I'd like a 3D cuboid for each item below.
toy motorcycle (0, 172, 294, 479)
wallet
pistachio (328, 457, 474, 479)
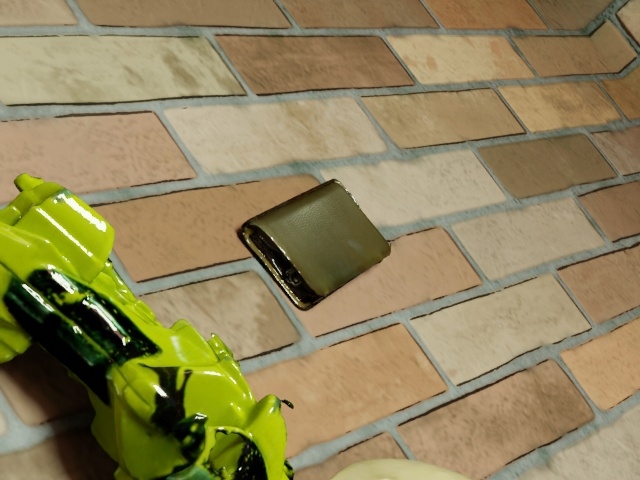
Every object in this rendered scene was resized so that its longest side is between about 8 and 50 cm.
[{"bbox_3d":[-0.140,0.105,1.139,0.342,0.142,0.206,44,-9,-5],"label":"toy motorcycle"},{"bbox_3d":[0.000,0.000,1.561,0.110,0.031,0.198,50,29,5],"label":"wallet"},{"bbox_3d":[0.086,0.250,1.270,0.200,0.117,0.145,27,14,-37],"label":"pistachio"}]
